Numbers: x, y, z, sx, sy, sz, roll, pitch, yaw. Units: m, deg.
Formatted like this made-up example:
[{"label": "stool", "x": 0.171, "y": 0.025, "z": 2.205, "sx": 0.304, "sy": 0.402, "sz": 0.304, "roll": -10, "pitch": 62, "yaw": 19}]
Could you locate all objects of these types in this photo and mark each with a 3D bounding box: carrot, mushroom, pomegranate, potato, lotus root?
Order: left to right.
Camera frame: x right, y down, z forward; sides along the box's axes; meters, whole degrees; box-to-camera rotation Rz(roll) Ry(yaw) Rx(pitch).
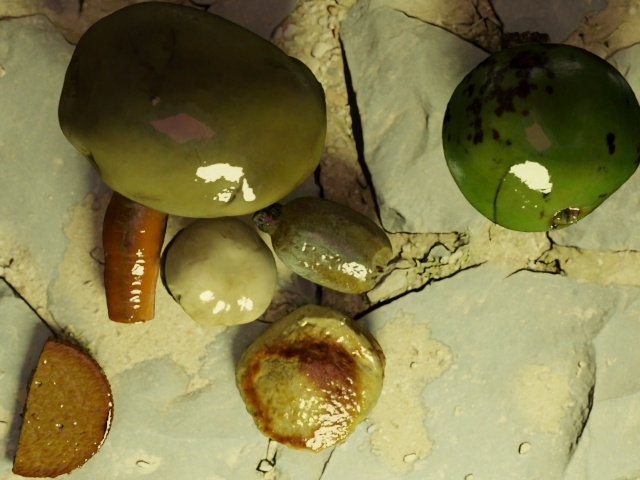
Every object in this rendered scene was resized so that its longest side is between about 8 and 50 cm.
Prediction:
[{"label": "carrot", "x": -0.248, "y": 0.014, "z": 1.425, "sx": 0.087, "sy": 0.087, "sz": 0.193, "roll": 10, "pitch": 103, "yaw": -7}, {"label": "potato", "x": -0.153, "y": -0.152, "z": 1.323, "sx": 0.326, "sy": 0.221, "sz": 0.243, "roll": 22, "pitch": 55, "yaw": -9}, {"label": "mushroom", "x": -0.134, "y": 0.044, "z": 1.427, "sx": 0.154, "sy": 0.122, "sz": 0.154, "roll": 11, "pitch": 67, "yaw": -26}, {"label": "lotus root", "x": 0.000, "y": 0.000, "z": 1.440, "sx": 0.192, "sy": 0.088, "sz": 0.113, "roll": 25, "pitch": 105, "yaw": -9}, {"label": "pomegranate", "x": 0.274, "y": -0.145, "z": 1.364, "sx": 0.254, "sy": 0.254, "sz": 0.271, "roll": -10, "pitch": 80, "yaw": -3}]

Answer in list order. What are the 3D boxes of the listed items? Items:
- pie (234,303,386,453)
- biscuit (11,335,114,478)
[{"label": "pie", "x": -0.011, "y": 0.188, "z": 1.477, "sx": 0.205, "sy": 0.084, "sz": 0.179, "roll": -35, "pitch": 102, "yaw": 6}, {"label": "biscuit", "x": -0.348, "y": 0.238, "z": 1.489, "sx": 0.126, "sy": 0.025, "sz": 0.206, "roll": 15, "pitch": 101, "yaw": -7}]
